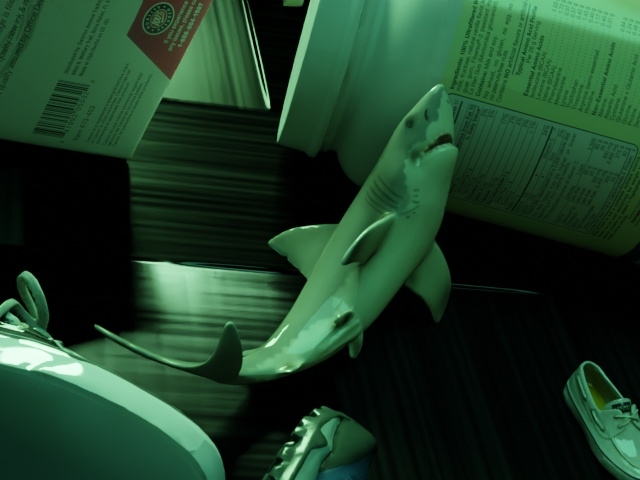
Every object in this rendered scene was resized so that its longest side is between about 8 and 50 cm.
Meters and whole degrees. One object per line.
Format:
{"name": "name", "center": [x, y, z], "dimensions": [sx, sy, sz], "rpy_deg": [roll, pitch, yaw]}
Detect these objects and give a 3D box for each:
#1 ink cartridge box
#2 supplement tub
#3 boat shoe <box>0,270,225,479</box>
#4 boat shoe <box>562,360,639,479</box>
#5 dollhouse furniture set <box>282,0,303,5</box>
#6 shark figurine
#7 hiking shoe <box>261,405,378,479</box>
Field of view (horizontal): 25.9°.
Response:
{"name": "ink cartridge box", "center": [-0.217, -0.164, 0.974], "dimensions": [0.237, 0.172, 0.100], "rpy_deg": [7, 39, -36]}
{"name": "supplement tub", "center": [0.147, -0.128, 1.068], "dimensions": [0.324, 0.235, 0.235], "rpy_deg": [15, 38, -4]}
{"name": "boat shoe", "center": [-0.186, 0.081, 0.781], "dimensions": [0.306, 0.113, 0.105], "rpy_deg": [11, 29, 16]}
{"name": "boat shoe", "center": [0.200, 0.123, 0.944], "dimensions": [0.035, 0.035, 0.100], "rpy_deg": [-2, 42, -24]}
{"name": "dollhouse furniture set", "center": [-0.002, -0.237, 1.286], "dimensions": [0.151, 0.059, 0.076], "rpy_deg": [29, 39, 14]}
{"name": "shark figurine", "center": [-0.012, 0.026, 0.942], "dimensions": [0.116, 0.166, 0.278], "rpy_deg": [27, 57, 36]}
{"name": "hiking shoe", "center": [-0.003, 0.224, 0.694], "dimensions": [0.132, 0.113, 0.304], "rpy_deg": [23, 47, -6]}
